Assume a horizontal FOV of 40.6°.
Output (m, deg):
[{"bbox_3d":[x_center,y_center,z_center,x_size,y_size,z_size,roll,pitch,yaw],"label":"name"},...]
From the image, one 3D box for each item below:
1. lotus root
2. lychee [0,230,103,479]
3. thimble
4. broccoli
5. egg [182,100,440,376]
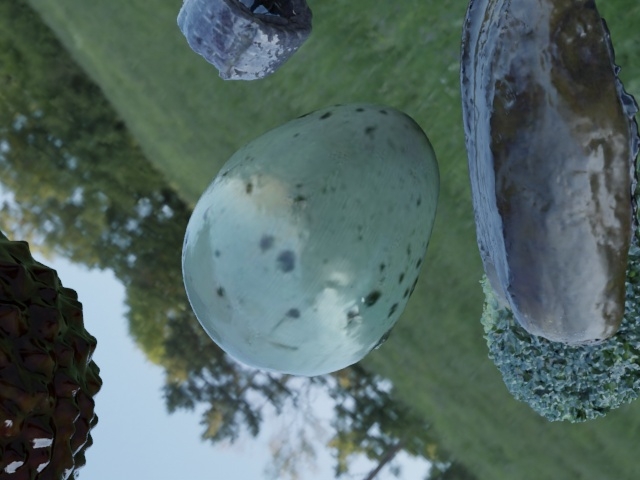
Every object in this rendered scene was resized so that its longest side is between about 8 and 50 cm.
[{"bbox_3d":[0.151,-0.059,0.643,0.167,0.078,0.329,30,140,55],"label":"lotus root"},{"bbox_3d":[-0.422,0.181,0.882,0.500,0.424,0.424,55,178,-35],"label":"lychee"},{"bbox_3d":[-0.091,-0.271,1.051,0.150,0.098,0.150,22,-133,-26],"label":"thimble"},{"bbox_3d":[0.333,0.042,1.098,0.249,0.375,0.302,9,-148,-40],"label":"broccoli"},{"bbox_3d":[0.000,0.000,0.467,0.131,0.164,0.131,33,-148,-23],"label":"egg"}]
